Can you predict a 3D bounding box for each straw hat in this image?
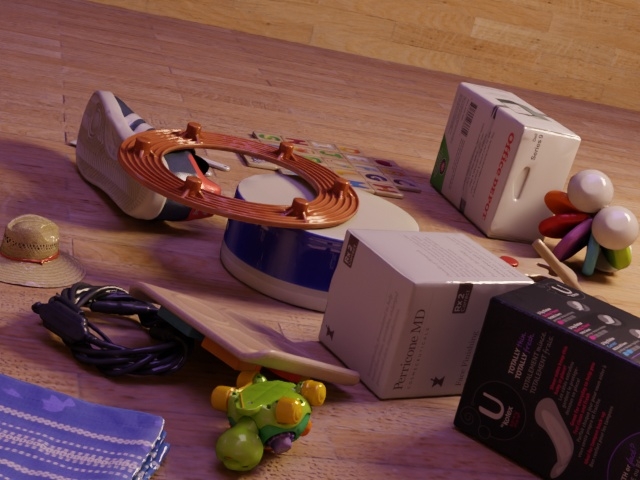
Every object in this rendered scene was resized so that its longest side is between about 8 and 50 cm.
[{"bbox_3d":[-0.351,0.002,1.360,0.144,0.061,0.144,12,18,-4],"label":"straw hat"}]

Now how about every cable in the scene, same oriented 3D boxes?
[{"bbox_3d":[-0.213,0.100,1.221,0.184,0.047,0.150,24,15,28],"label":"cable"}]

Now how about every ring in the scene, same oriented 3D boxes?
[{"bbox_3d":[-0.107,-0.098,1.532,0.336,0.032,0.336,14,20,-5],"label":"ring"}]

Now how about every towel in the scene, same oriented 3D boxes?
[{"bbox_3d":[-0.282,0.192,0.899,0.243,0.040,0.336,16,19,7],"label":"towel"}]

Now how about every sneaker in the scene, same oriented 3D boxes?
[{"bbox_3d":[-0.261,-0.119,1.702,0.148,0.131,0.350,9,24,-34],"label":"sneaker"}]

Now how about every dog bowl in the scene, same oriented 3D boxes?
[{"bbox_3d":[0.000,0.000,1.555,0.265,0.104,0.265,13,18,-4],"label":"dog bowl"}]

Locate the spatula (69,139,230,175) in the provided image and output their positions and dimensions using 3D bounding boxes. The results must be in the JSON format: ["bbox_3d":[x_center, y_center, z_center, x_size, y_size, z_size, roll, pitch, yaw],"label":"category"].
[{"bbox_3d":[-0.283,-0.151,1.917,0.242,0.019,0.168,18,18,12],"label":"spatula"}]

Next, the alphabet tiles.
[{"bbox_3d":[0.009,-0.147,2.130,0.342,0.011,0.285,8,19,-19],"label":"alphabet tiles"}]

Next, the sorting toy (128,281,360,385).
[{"bbox_3d":[-0.084,0.109,1.223,0.208,0.038,0.193,24,1,37],"label":"sorting toy"}]

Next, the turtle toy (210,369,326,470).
[{"bbox_3d":[-0.056,0.173,1.072,0.095,0.066,0.130,7,16,26],"label":"turtle toy"}]

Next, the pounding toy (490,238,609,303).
[{"bbox_3d":[0.278,0.042,1.557,0.269,0.155,0.154,19,24,14],"label":"pounding toy"}]

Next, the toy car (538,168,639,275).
[{"bbox_3d":[0.441,-0.019,1.880,0.136,0.159,0.182,-27,67,-4],"label":"toy car"}]

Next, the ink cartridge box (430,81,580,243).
[{"bbox_3d":[0.328,-0.144,2.047,0.121,0.211,0.289,9,20,-20],"label":"ink cartridge box"}]

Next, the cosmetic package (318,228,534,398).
[{"bbox_3d":[0.123,0.084,1.331,0.183,0.151,0.151,0,23,-33],"label":"cosmetic package"}]

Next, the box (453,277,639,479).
[{"bbox_3d":[0.303,0.171,1.186,0.270,0.165,0.143,27,23,32],"label":"box"}]
